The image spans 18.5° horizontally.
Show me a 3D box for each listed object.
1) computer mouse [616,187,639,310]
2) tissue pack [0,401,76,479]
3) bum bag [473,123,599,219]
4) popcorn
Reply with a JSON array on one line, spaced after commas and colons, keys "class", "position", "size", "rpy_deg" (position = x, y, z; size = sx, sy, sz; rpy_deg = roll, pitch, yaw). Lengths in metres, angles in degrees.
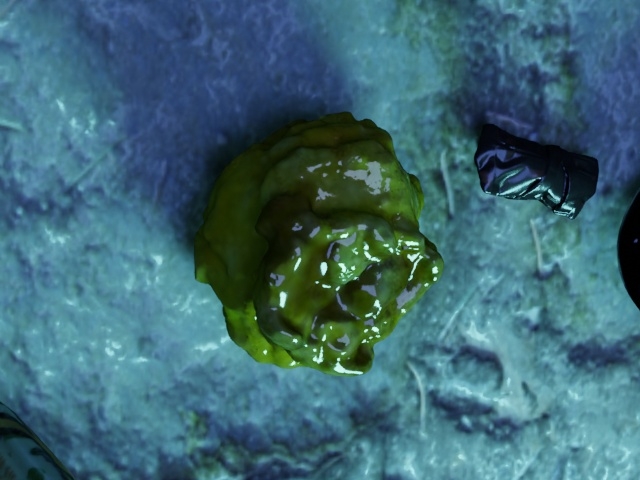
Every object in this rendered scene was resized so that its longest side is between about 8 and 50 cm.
[{"class": "computer mouse", "position": [0.336, -0.030, 1.620], "size": [0.233, 0.096, 0.137], "rpy_deg": [-44, 114, -2]}, {"class": "tissue pack", "position": [-0.167, 0.257, 1.348], "size": [0.128, 0.311, 0.228], "rpy_deg": [-40, 117, -9]}, {"class": "bum bag", "position": [0.172, -0.054, 1.568], "size": [0.124, 0.034, 0.057], "rpy_deg": [13, 86, -28]}, {"class": "popcorn", "position": [0.004, 0.003, 1.443], "size": [0.198, 0.156, 0.197], "rpy_deg": [-7, 103, -35]}]
